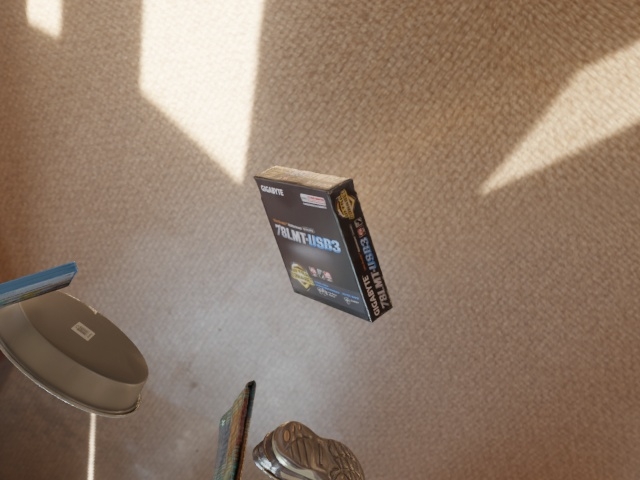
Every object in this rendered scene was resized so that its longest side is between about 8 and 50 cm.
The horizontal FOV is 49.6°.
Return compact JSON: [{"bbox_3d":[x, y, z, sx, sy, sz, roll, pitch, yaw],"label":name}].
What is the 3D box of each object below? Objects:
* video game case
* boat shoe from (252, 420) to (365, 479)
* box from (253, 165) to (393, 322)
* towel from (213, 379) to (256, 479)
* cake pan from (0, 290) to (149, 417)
[{"bbox_3d":[-0.399,0.065,0.946,0.166,0.119,0.015,-25,85,64],"label":"video game case"},{"bbox_3d":[-0.021,0.530,1.612,0.130,0.132,0.355,-26,127,26],"label":"boat shoe"},{"bbox_3d":[0.000,0.000,1.435,0.295,0.073,0.294,17,133,54],"label":"box"},{"bbox_3d":[-0.233,0.535,1.775,0.040,0.272,0.370,13,149,-11],"label":"towel"},{"bbox_3d":[-0.402,0.172,1.139,0.293,0.293,0.054,39,93,-2],"label":"cake pan"}]
